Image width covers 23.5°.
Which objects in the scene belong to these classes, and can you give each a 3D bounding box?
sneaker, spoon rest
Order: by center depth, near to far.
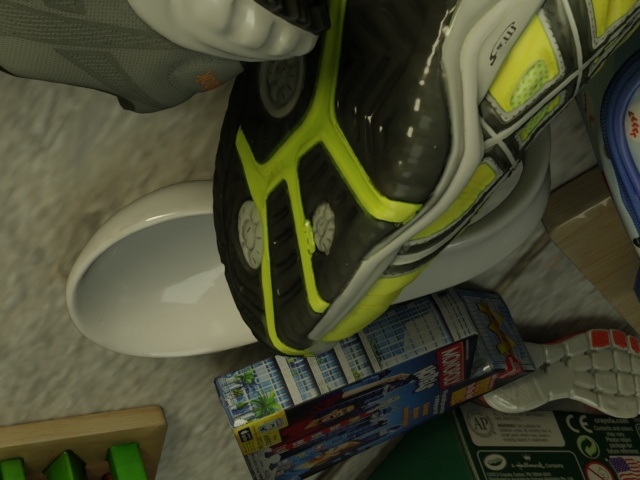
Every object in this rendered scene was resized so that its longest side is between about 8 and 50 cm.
[{"bbox_3d":[-0.111,-0.108,0.504,0.108,0.100,0.271,-32,145,25],"label":"sneaker"},{"bbox_3d":[0.077,-0.091,0.649,0.147,0.145,0.385,5,131,-35],"label":"sneaker"},{"bbox_3d":[0.000,0.000,0.814,0.276,0.084,0.137,-19,145,-3],"label":"spoon rest"},{"bbox_3d":[0.162,0.092,1.061,0.157,0.061,0.065,6,169,-27],"label":"sneaker"}]

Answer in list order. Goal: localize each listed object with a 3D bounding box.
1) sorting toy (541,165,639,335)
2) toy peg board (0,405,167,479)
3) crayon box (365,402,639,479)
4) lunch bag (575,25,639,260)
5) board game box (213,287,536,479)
[{"bbox_3d":[0.306,-0.002,0.962,0.257,0.089,0.255,-31,144,15],"label":"sorting toy"},{"bbox_3d":[-0.180,0.192,0.986,0.161,0.079,0.161,-6,143,-20],"label":"toy peg board"},{"bbox_3d":[0.177,0.249,1.226,0.362,0.106,0.313,6,139,-32],"label":"crayon box"},{"bbox_3d":[0.290,-0.070,0.766,0.303,0.115,0.243,-26,118,6],"label":"lunch bag"},{"bbox_3d":[0.036,0.077,0.928,0.194,0.060,0.194,-22,161,-6],"label":"board game box"}]
